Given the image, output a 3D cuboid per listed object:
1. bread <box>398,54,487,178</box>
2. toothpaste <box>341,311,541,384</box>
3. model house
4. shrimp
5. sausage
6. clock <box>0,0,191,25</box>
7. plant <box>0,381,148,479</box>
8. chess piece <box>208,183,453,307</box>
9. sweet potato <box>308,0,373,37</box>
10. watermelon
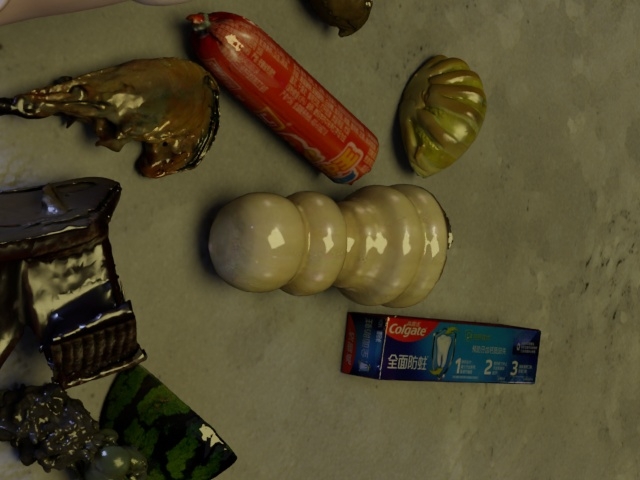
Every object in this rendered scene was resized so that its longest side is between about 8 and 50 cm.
[{"bbox_3d":[0.150,-0.149,1.413,0.083,0.094,0.157,40,74,-45],"label":"bread"},{"bbox_3d":[0.158,0.136,1.467,0.320,0.066,0.076,9,87,-45],"label":"toothpaste"},{"bbox_3d":[-0.250,0.047,1.006,0.203,0.141,0.164,-9,114,-27],"label":"model house"},{"bbox_3d":[-0.186,-0.103,1.087,0.262,0.066,0.117,-19,107,-41],"label":"shrimp"},{"bbox_3d":[-0.042,-0.155,1.222,0.274,0.074,0.074,40,66,-40],"label":"sausage"},{"bbox_3d":[-0.208,-0.325,0.877,0.377,0.250,0.368,-33,111,0],"label":"clock"},{"bbox_3d":[-0.224,0.183,1.070,0.085,0.087,0.174,-42,121,11],"label":"plant"},{"bbox_3d":[0.000,0.000,1.252,0.261,0.143,0.142,4,91,-39],"label":"chess piece"},{"bbox_3d":[-0.024,-0.329,1.228,0.273,0.075,0.075,52,59,-33],"label":"sweet potato"},{"bbox_3d":[-0.153,0.177,1.156,0.094,0.125,0.135,-19,89,-74],"label":"watermelon"}]
